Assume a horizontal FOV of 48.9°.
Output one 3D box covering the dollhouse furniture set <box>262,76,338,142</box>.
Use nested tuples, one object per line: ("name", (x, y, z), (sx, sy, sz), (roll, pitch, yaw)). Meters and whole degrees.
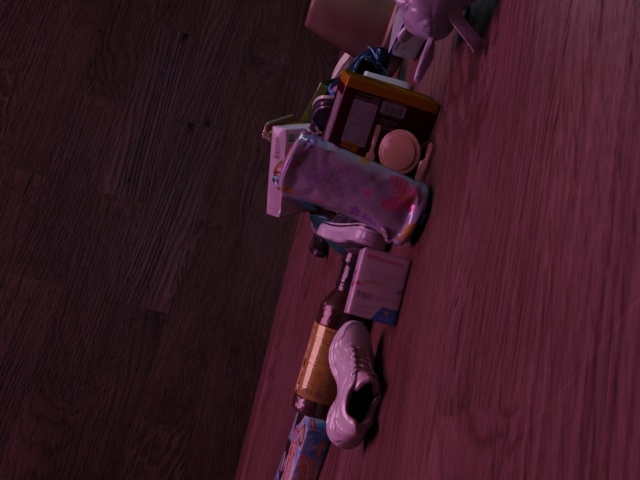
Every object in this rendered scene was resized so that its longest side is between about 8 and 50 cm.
("dollhouse furniture set", (0.005, -0.324, 2.009), (0.301, 0.197, 0.151), (-31, -18, -50))

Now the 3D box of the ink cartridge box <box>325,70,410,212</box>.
("ink cartridge box", (0.113, -0.224, 1.696), (0.211, 0.121, 0.289), (119, 165, -64))

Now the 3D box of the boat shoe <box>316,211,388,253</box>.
("boat shoe", (0.090, -0.036, 1.594), (0.119, 0.121, 0.335), (-67, 17, -6))

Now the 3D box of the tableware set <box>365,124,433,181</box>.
("tableware set", (0.143, -0.119, 1.365), (0.039, 0.128, 0.194), (-12, -57, -61))

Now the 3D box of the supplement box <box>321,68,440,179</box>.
("supplement box", (0.111, -0.220, 1.428), (0.129, 0.191, 0.194), (-100, 26, -70))

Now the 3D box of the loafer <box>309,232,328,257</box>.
("loafer", (0.000, 0.000, 2.328), (0.170, 0.062, 0.061), (-91, 23, -62))

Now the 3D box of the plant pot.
("plant pot", (0.115, -0.660, 1.995), (0.323, 0.280, 0.323), (-164, 90, -82))

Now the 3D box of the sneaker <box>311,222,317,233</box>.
("sneaker", (0.045, -0.140, 2.242), (0.091, 0.094, 0.258), (-27, -41, -75))

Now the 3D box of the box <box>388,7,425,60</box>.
("box", (0.225, -0.529, 1.695), (0.126, 0.072, 0.137), (119, 166, -60))

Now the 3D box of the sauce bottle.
("sauce bottle", (0.036, 0.193, 1.449), (0.111, 0.111, 0.344), (-145, 72, -82))

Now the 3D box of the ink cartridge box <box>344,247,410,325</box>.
("ink cartridge box", (0.102, 0.082, 1.264), (0.052, 0.088, 0.122), (143, 143, -83))

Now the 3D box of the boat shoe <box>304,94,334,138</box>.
("boat shoe", (0.010, -0.263, 1.685), (0.254, 0.095, 0.079), (118, 168, -72))

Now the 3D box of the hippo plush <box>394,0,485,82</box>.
("hippo plush", (0.224, -0.457, 1.265), (0.294, 0.234, 0.236), (65, -166, -1))

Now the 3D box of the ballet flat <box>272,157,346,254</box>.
("ballet flat", (0.009, -0.103, 1.798), (0.116, 0.342, 0.124), (15, 64, 50))

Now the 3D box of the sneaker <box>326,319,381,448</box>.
("sneaker", (0.071, 0.241, 1.239), (0.115, 0.090, 0.232), (128, 148, -55))

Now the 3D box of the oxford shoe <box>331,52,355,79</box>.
("oxford shoe", (0.099, -0.492, 2.416), (0.130, 0.169, 0.449), (51, 129, 28))

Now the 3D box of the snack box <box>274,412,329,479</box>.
("snack box", (-0.053, 0.524, 1.611), (0.187, 0.060, 0.322), (-101, 27, -73))

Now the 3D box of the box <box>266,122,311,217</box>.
("box", (-0.008, -0.199, 1.886), (0.322, 0.058, 0.232), (-14, -64, -46))

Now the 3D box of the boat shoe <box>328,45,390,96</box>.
("boat shoe", (0.124, -0.427, 1.823), (0.089, 0.109, 0.258), (-15, 31, 47))

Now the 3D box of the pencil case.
("pencil case", (0.059, -0.093, 1.273), (0.113, 0.273, 0.124), (-77, 11, -76))
